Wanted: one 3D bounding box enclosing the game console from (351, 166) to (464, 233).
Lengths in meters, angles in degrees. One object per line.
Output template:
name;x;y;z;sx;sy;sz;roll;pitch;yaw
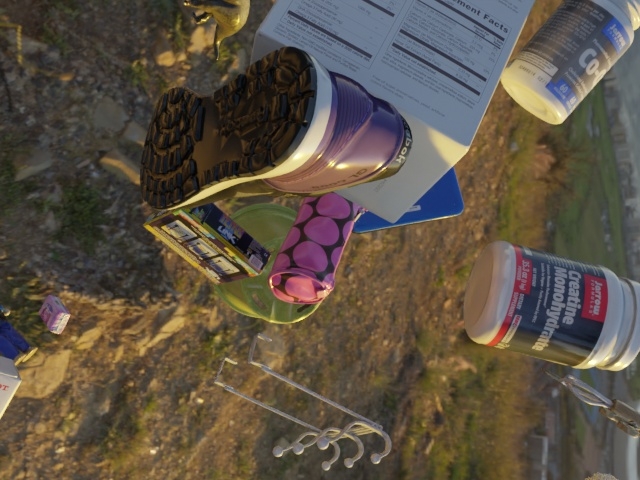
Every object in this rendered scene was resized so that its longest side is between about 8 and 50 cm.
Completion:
game console;0.189;-0.136;1.634;0.173;0.293;0.250;91;-12;-74

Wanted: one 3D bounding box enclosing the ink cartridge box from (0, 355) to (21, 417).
ink cartridge box;-0.619;0.279;1.043;0.148;0.086;0.203;31;87;-38

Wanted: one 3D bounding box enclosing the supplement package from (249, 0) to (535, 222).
supplement package;0.069;-0.198;0.629;0.198;0.199;0.262;28;70;-3

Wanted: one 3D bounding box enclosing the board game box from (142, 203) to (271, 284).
board game box;-0.187;-0.001;1.040;0.170;0.141;0.048;43;57;-25

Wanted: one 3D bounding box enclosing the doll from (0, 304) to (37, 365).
doll;-0.669;0.173;1.280;0.189;0.046;0.129;45;15;0

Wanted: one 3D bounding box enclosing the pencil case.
pencil case;0.000;0.000;0.930;0.095;0.098;0.209;103;7;-51

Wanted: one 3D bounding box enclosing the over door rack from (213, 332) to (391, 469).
over door rack;-0.056;0.336;1.213;0.324;0.239;0.108;39;57;-7

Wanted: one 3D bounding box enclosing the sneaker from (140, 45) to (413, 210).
sneaker;-0.049;-0.066;0.519;0.124;0.283;0.107;13;84;-38

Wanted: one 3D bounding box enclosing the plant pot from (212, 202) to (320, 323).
plant pot;-0.101;0.065;1.384;0.276;0.254;0.276;-2;99;-13

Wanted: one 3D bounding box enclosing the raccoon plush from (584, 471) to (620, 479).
raccoon plush;0.398;0.514;0.968;0.446;0.216;0.299;-58;172;-30

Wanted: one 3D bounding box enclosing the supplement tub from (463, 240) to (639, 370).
supplement tub;0.413;0.119;1.134;0.191;0.272;0.191;-166;-90;-89

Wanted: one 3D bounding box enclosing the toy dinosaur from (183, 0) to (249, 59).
toy dinosaur;-0.223;-0.557;1.437;0.121;0.160;0.313;-68;165;-61

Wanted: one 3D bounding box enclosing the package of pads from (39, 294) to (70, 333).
package of pads;-0.564;0.157;1.340;0.032;0.083;0.050;29;92;-45

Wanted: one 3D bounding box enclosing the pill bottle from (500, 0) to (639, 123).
pill bottle;0.248;-0.188;0.611;0.137;0.078;0.078;-50;137;7

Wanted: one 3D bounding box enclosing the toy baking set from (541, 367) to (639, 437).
toy baking set;0.465;0.264;0.954;0.197;0.256;0.030;27;96;-30
